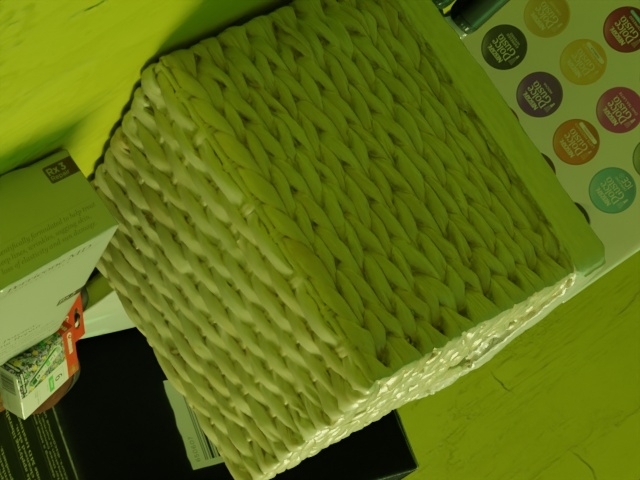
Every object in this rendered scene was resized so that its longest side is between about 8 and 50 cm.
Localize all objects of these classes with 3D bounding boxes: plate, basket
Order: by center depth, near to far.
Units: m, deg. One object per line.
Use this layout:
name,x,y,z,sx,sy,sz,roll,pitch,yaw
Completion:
basket,0.000,0.000,1.146,0.266,0.331,0.328,-29,169,-32
plate,-0.162,0.041,1.494,0.277,0.045,0.278,-10,166,-44

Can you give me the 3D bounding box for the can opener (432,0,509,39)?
can opener,0.135,-0.246,1.284,0.280,0.074,0.093,-39,-153,31

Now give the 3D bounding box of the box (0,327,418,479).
box,-0.215,0.313,1.815,0.480,0.297,0.472,-9,159,-36

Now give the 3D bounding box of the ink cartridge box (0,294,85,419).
ink cartridge box,-0.250,0.106,1.234,0.115,0.029,0.063,-45,150,-38

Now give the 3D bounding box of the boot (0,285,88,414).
boot,-0.345,0.181,1.299,0.280,0.096,0.264,-52,-178,-35

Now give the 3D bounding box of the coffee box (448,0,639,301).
coffee box,0.323,-0.154,1.593,0.334,0.337,0.338,-36,173,9

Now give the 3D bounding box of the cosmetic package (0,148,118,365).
cosmetic package,-0.259,0.029,1.092,0.117,0.085,0.231,-32,173,-32
